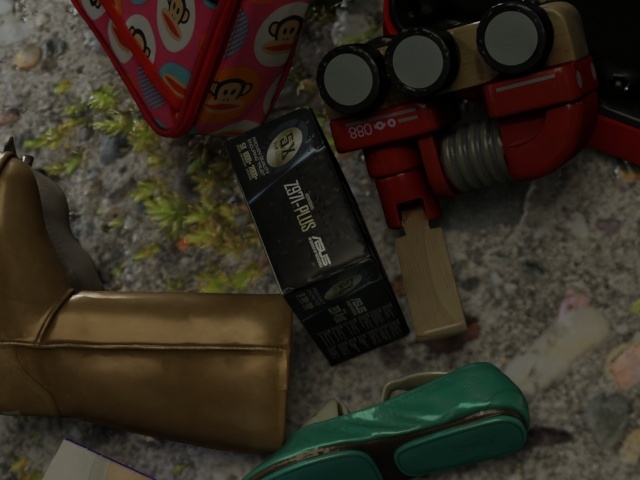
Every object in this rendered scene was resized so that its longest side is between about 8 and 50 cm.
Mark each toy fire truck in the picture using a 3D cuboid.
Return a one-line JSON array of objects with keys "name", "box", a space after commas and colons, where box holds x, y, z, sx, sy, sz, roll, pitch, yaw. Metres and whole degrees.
[{"name": "toy fire truck", "box": [0.122, -0.060, 1.234, 0.217, 0.158, 0.246, -12, 97, 23]}]

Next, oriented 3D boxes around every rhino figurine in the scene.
[{"name": "rhino figurine", "box": [-0.271, -0.002, 1.358, 0.106, 0.073, 0.243, -31, 66, 6]}]

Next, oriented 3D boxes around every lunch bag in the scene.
[{"name": "lunch bag", "box": [-0.127, -0.232, 1.347, 0.120, 0.258, 0.293, -5, 43, -33]}]

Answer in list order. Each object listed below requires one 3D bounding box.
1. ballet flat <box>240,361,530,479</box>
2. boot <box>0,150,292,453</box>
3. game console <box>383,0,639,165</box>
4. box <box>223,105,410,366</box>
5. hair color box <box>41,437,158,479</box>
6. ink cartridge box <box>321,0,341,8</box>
[{"name": "ballet flat", "box": [0.046, 0.160, 1.217, 0.247, 0.083, 0.087, -18, 40, 6]}, {"name": "boot", "box": [-0.155, 0.050, 1.250, 0.270, 0.089, 0.236, 4, 93, 1]}, {"name": "game console", "box": [0.279, -0.241, 1.345, 0.387, 0.060, 0.342, 24, 69, 21]}, {"name": "box", "box": [0.000, 0.000, 1.231, 0.078, 0.180, 0.147, -23, 63, 3]}, {"name": "hair color box", "box": [-0.090, 0.307, 1.163, 0.339, 0.110, 0.185, 20, 72, 19]}, {"name": "ink cartridge box", "box": [-0.027, -0.372, 1.391, 0.097, 0.189, 0.255, -30, 63, -8]}]
